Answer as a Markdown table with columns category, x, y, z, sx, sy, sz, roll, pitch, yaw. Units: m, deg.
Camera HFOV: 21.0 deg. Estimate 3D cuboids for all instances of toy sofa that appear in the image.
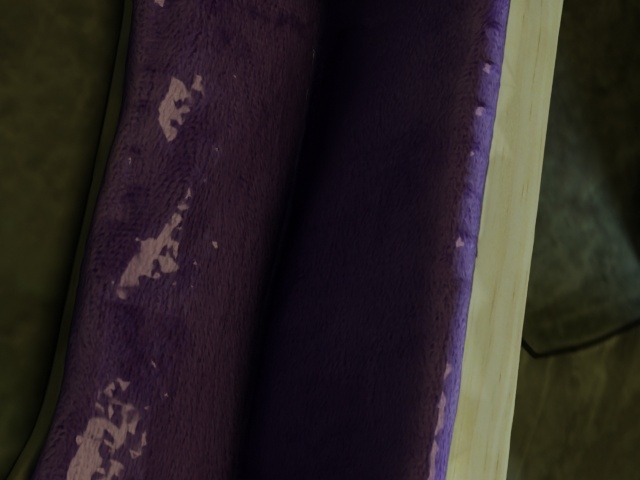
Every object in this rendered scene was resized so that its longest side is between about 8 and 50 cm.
| category | x | y | z | sx | sy | sz | roll | pitch | yaw |
| --- | --- | --- | --- | --- | --- | --- | --- | --- | --- |
| toy sofa | 0.000 | 0.000 | 0.738 | 0.177 | 0.150 | 0.363 | 26 | 62 | -33 |
